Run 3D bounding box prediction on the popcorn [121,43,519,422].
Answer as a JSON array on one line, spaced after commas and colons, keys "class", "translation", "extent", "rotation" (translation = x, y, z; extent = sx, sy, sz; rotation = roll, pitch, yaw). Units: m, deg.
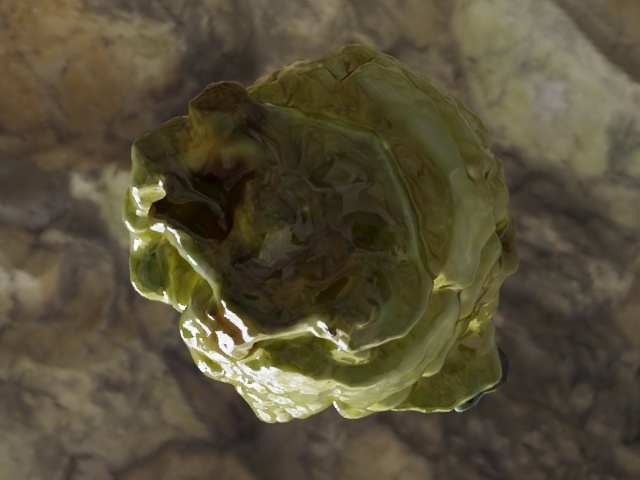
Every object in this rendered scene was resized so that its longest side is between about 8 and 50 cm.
[{"class": "popcorn", "translation": [-0.002, 0.000, 1.071], "extent": [0.237, 0.293, 0.293], "rotation": [-31, -39, -71]}]
